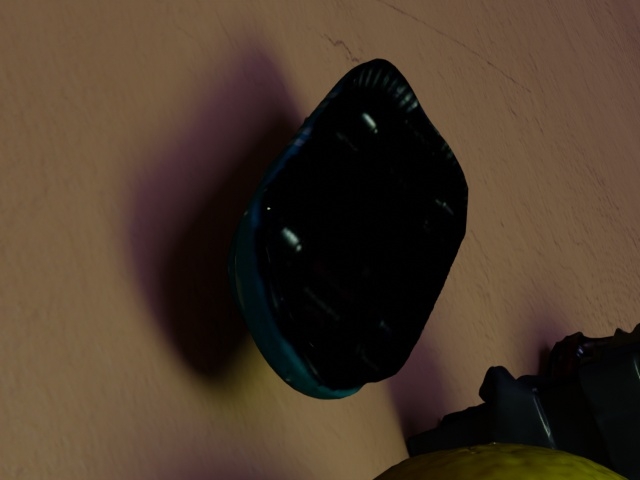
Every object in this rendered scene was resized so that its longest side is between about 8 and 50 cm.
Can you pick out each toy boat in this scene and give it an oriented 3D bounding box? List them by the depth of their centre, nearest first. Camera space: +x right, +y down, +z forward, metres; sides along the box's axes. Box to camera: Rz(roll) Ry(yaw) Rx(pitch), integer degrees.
[{"bbox_3d":[0.000,0.000,1.066,0.134,0.092,0.299,59,29,-15],"label":"toy boat"}]

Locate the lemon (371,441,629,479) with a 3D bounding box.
[{"bbox_3d":[0.101,0.229,0.913,0.267,0.267,0.267,44,34,-42],"label":"lemon"}]

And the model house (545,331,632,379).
[{"bbox_3d":[0.347,0.215,1.363,0.297,0.283,0.317,57,28,-24],"label":"model house"}]

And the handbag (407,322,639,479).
[{"bbox_3d":[0.247,0.208,1.146,0.122,0.303,0.329,-17,85,-65],"label":"handbag"}]
